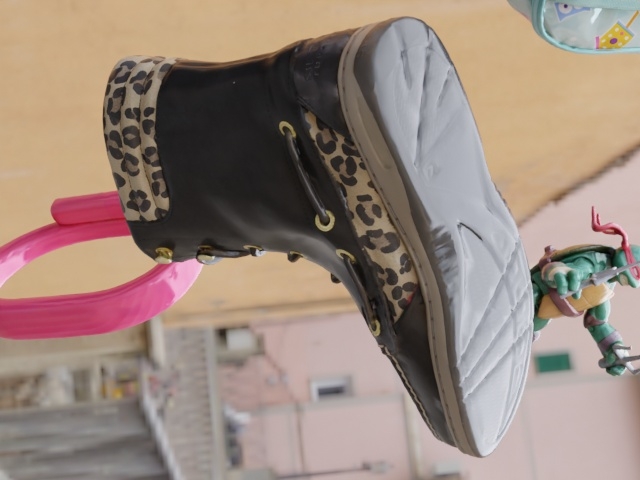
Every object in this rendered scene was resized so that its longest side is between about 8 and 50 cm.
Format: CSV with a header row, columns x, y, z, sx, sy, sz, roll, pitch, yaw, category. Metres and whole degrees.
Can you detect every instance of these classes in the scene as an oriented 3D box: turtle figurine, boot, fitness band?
x,y,z,sx,sy,sz,roll,pitch,yaw,category
0.238,0.062,1.429,0.175,0.234,0.118,44,35,-36,turtle figurine
0.000,0.000,1.190,0.138,0.284,0.377,-53,133,-39,boot
-0.257,0.027,1.646,0.209,0.291,0.054,-68,144,-47,fitness band

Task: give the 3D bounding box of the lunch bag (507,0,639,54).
x,y,z,sx,sy,sz,roll,pitch,yaw,category
0.305,-0.264,1.290,0.108,0.279,0.224,-121,-145,-59,lunch bag
